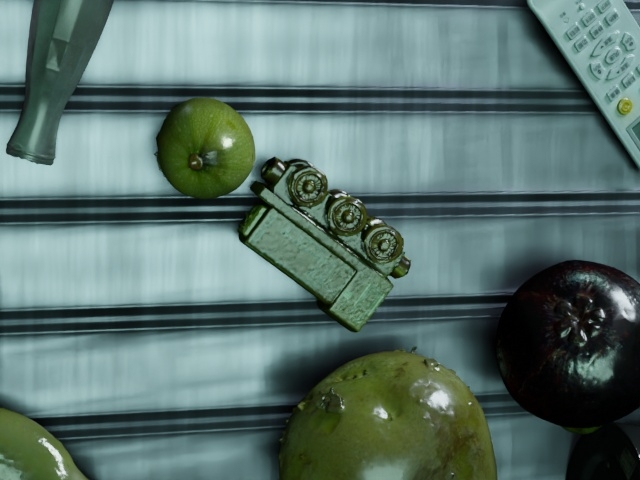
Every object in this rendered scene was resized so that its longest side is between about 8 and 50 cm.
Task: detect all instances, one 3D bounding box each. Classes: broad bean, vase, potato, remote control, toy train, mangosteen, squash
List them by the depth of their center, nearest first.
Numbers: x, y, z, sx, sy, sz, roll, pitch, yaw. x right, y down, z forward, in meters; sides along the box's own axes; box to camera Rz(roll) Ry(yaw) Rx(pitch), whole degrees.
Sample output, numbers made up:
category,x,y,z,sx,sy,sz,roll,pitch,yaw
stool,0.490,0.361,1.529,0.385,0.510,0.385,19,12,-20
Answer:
category,x,y,z,sx,sy,sz,roll,pitch,yaw
squash,-0.133,-0.105,1.355,0.123,0.187,0.123,-1,98,-6
vase,-0.305,-0.195,1.357,0.086,0.086,0.214,16,98,-14
broad bean,-0.368,0.306,1.397,0.263,0.121,0.189,37,92,0
potato,0.090,0.321,1.440,0.269,0.219,0.359,-18,103,-17
toy train,0.000,0.000,1.446,0.225,0.090,0.137,37,91,-15
mangosteen,0.329,0.133,1.490,0.216,0.216,0.216,-2,97,-13
remote control,0.375,-0.227,1.523,0.103,0.051,0.293,-41,107,-5

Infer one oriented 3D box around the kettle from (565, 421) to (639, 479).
category,x,y,z,sx,sy,sz,roll,pitch,yaw
kettle,0.498,0.377,1.555,0.308,0.203,0.262,6,94,-17
